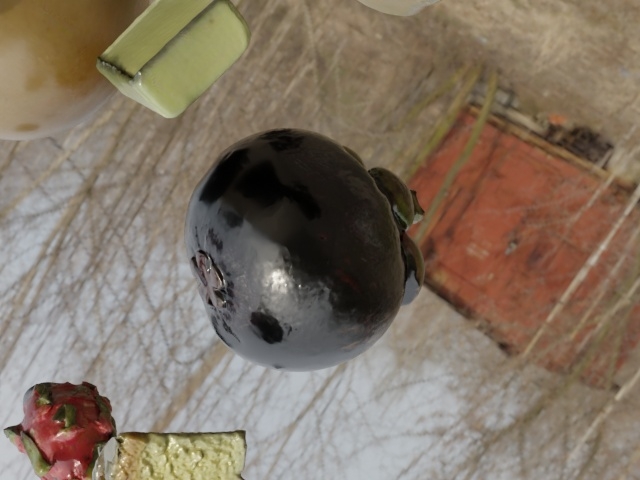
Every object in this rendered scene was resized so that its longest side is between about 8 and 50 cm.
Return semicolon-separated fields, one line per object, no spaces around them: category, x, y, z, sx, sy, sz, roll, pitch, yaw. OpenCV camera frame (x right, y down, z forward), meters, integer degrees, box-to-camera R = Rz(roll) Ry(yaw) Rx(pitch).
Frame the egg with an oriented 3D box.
egg;-0.356;-0.305;1.186;0.301;0.374;0.301;16;171;3

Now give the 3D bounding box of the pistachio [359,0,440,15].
pistachio;-0.025;-0.344;0.651;0.445;0.281;0.365;46;167;10

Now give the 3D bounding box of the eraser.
eraser;-0.142;-0.181;0.938;0.058;0.117;0.172;49;172;-28

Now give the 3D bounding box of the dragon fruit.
dragon fruit;-0.396;0.312;1.518;0.172;0.166;0.160;-117;14;-46

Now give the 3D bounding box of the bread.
bread;-0.150;0.240;0.980;0.147;0.152;0.127;1;-124;-17

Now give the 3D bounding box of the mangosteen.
mangosteen;0.000;0.000;1.123;0.302;0.275;0.275;-19;-139;-32
